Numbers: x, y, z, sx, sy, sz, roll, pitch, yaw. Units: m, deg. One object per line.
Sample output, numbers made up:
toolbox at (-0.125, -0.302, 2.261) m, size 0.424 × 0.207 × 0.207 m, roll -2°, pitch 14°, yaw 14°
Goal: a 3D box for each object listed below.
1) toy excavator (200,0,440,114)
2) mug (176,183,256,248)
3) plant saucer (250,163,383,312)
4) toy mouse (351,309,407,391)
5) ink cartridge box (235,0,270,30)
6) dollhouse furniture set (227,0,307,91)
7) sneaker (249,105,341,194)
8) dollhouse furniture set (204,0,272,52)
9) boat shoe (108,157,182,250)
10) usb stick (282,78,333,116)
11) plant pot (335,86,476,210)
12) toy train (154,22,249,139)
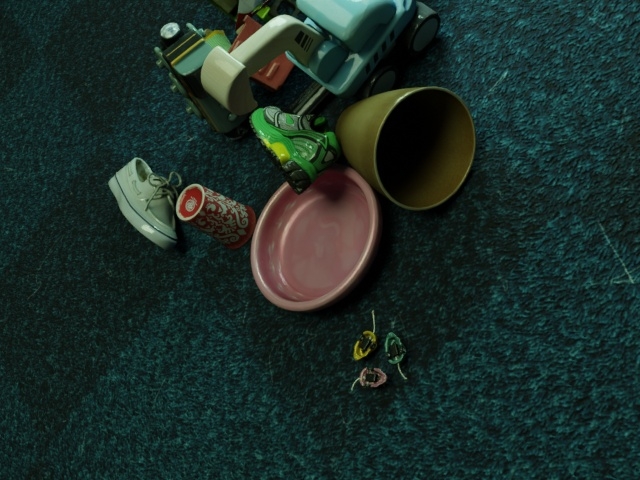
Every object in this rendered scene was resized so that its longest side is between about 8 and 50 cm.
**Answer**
toy excavator at (-0.007, -0.417, 1.607) m, size 0.222 × 0.445 × 0.433 m, roll 42°, pitch 100°, yaw 23°
mug at (-0.262, -0.061, 1.860) m, size 0.150 × 0.169 × 0.113 m, roll 7°, pitch 76°, yaw 39°
plant saucer at (0.000, 0.000, 1.688) m, size 0.332 × 0.084 × 0.332 m, roll -17°, pitch 61°, yaw 32°
toy mouse at (0.123, 0.236, 1.521) m, size 0.143 × 0.031 × 0.161 m, roll 26°, pitch 88°, yaw 42°
ink cartridge box at (-0.114, -0.602, 1.877) m, size 0.066 × 0.232 × 0.189 m, roll 41°, pitch 69°, yaw 8°
dollhouse furniture set at (-0.077, -0.547, 1.883) m, size 0.374 × 0.152 × 0.201 m, roll -58°, pitch 10°, yaw 3°
sneaker at (-0.050, -0.219, 1.732) m, size 0.146 × 0.134 × 0.343 m, roll -33°, pitch 35°, yaw -3°
dollhouse furniture set at (-0.285, -0.551, 2.106) m, size 0.301 × 0.151 × 0.197 m, roll -49°, pitch 49°, yaw 10°
boat shoe at (-0.431, -0.119, 2.057) m, size 0.156 × 0.136 × 0.367 m, roll -49°, pitch 39°, yaw 6°
usb stick at (-0.028, -0.332, 1.882) m, size 0.278 × 0.045 × 0.077 m, roll -46°, pitch 44°, yaw 13°
plant pot at (0.143, -0.207, 1.594) m, size 0.237 × 0.237 × 0.254 m, roll -60°, pitch 34°, yaw 1°
toy train at (-0.280, -0.379, 1.919) m, size 0.142 × 0.334 × 0.190 m, roll -38°, pitch 56°, yaw -6°
